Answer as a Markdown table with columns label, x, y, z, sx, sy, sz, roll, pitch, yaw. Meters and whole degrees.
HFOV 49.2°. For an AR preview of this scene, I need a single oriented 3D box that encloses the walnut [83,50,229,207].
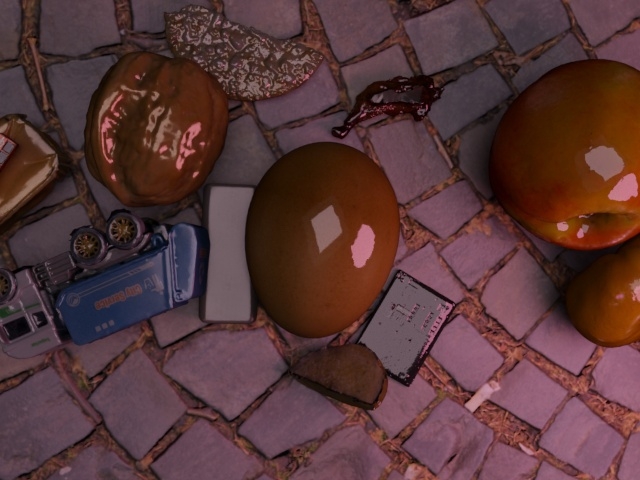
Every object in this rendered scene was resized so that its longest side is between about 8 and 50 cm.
| label | x | y | z | sx | sy | sz | roll | pitch | yaw |
| --- | --- | --- | --- | --- | --- | --- | --- | --- | --- |
| walnut | -0.269 | -0.175 | 1.129 | 0.225 | 0.257 | 0.257 | 16 | 87 | 27 |

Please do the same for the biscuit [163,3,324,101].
| label | x | y | z | sx | sy | sz | roll | pitch | yaw |
| --- | --- | --- | --- | --- | --- | --- | --- | --- | --- |
| biscuit | -0.150 | -0.317 | 1.235 | 0.290 | 0.038 | 0.141 | 20 | 88 | -4 |

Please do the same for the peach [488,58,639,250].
| label | x | y | z | sx | sy | sz | roll | pitch | yaw |
| --- | --- | --- | --- | --- | --- | --- | --- | --- | --- |
| peach | 0.442 | -0.152 | 1.179 | 0.308 | 0.308 | 0.332 | 10 | 65 | -6 |

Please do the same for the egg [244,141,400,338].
| label | x | y | z | sx | sy | sz | roll | pitch | yaw |
| --- | --- | --- | --- | --- | --- | --- | --- | --- | --- |
| egg | 0.000 | 0.000 | 1.141 | 0.250 | 0.250 | 0.322 | 12 | 93 | -6 |

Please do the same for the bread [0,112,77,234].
| label | x | y | z | sx | sy | sz | roll | pitch | yaw |
| --- | --- | --- | --- | --- | --- | --- | --- | --- | --- |
| bread | -0.542 | -0.093 | 1.155 | 0.241 | 0.107 | 0.136 | -43 | 96 | -5 |

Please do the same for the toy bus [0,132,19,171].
| label | x | y | z | sx | sy | sz | roll | pitch | yaw |
| --- | --- | --- | --- | --- | --- | --- | --- | --- | --- |
| toy bus | -0.518 | -0.116 | 1.090 | 0.043 | 0.031 | 0.110 | 34 | 86 | -16 |

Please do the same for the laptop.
| label | x | y | z | sx | sy | sz | roll | pitch | yaw |
| --- | --- | --- | --- | --- | --- | --- | --- | --- | --- |
| laptop | 0.152 | 0.160 | 1.272 | 0.129 | 0.016 | 0.180 | 30 | 87 | -4 |

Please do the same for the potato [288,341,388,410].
| label | x | y | z | sx | sy | sz | roll | pitch | yaw |
| --- | --- | --- | --- | --- | --- | --- | --- | --- | --- |
| potato | 0.045 | 0.239 | 1.238 | 0.172 | 0.089 | 0.100 | 12 | 65 | 25 |

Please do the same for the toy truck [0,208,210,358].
| label | x | y | z | sx | sy | sz | roll | pitch | yaw |
| --- | --- | --- | --- | --- | --- | --- | --- | --- | --- |
| toy truck | -0.356 | 0.067 | 1.135 | 0.368 | 0.146 | 0.175 | -22 | 87 | 2 |

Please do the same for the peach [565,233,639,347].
| label | x | y | z | sx | sy | sz | roll | pitch | yaw |
| --- | --- | --- | --- | --- | --- | --- | --- | --- | --- |
| peach | 0.543 | 0.079 | 1.205 | 0.251 | 0.251 | 0.153 | -37 | 70 | -6 |

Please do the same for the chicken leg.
| label | x | y | z | sx | sy | sz | roll | pitch | yaw |
| --- | --- | --- | --- | --- | --- | --- | --- | --- | --- |
| chicken leg | 0.119 | -0.246 | 1.258 | 0.219 | 0.048 | 0.089 | -14 | 88 | -6 |

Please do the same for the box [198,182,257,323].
| label | x | y | z | sx | sy | sz | roll | pitch | yaw |
| --- | --- | --- | --- | --- | --- | --- | --- | --- | --- |
| box | -0.158 | 0.024 | 1.220 | 0.103 | 0.055 | 0.243 | 2 | 88 | -6 |
